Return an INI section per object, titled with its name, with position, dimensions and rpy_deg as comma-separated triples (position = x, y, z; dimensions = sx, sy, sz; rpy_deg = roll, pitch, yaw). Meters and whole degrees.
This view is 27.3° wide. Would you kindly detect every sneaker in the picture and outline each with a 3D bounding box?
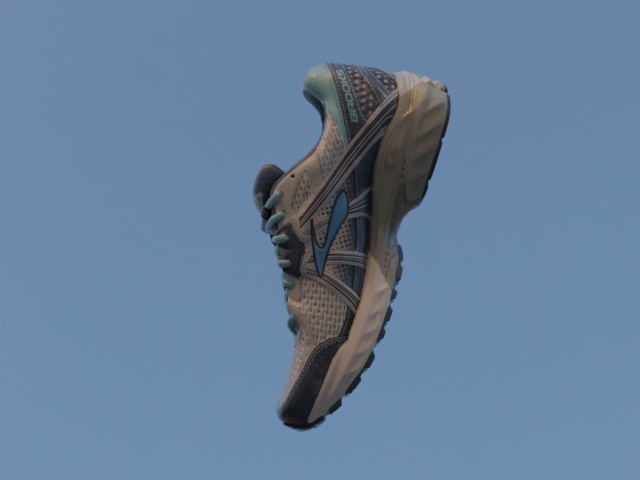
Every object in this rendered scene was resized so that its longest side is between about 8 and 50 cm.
[sneaker]
position = 0.000, 0.000, 0.994
dimensions = 0.122, 0.110, 0.283
rpy_deg = 17, -98, -6
